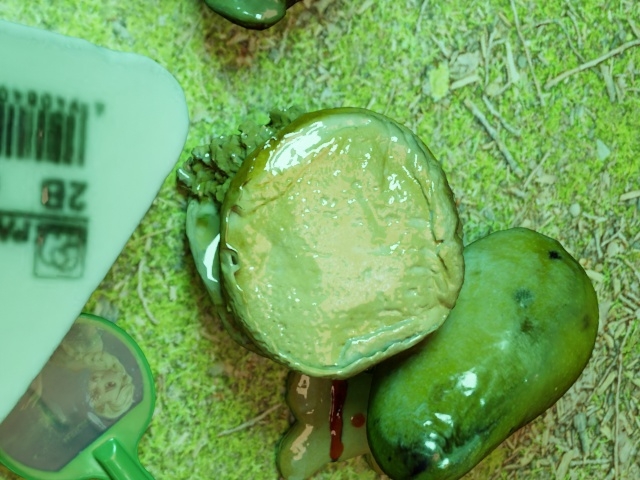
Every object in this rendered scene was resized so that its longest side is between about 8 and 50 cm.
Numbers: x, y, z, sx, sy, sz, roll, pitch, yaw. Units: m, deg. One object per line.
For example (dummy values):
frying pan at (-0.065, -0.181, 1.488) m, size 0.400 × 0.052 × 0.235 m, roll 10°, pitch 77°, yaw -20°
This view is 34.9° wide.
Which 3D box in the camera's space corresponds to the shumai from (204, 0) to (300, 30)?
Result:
shumai at (-0.078, -0.316, 0.828) m, size 0.222 × 0.204 × 0.271 m, roll -35°, pitch 93°, yaw -46°

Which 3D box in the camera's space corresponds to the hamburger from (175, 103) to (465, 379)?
hamburger at (0.000, 0.000, 0.932) m, size 0.286 × 0.146 × 0.243 m, roll 24°, pitch 80°, yaw -14°

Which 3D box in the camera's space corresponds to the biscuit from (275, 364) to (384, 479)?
biscuit at (0.065, 0.183, 1.102) m, size 0.234 × 0.030 × 0.153 m, roll 1°, pitch 103°, yaw -28°

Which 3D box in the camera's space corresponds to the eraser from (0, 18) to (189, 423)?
eraser at (-0.253, -0.055, 0.768) m, size 0.331 × 0.150 × 0.331 m, roll -1°, pitch 92°, yaw -42°

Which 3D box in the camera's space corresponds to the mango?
mango at (0.159, 0.122, 1.029) m, size 0.175 × 0.176 × 0.329 m, roll 43°, pitch 65°, yaw -2°

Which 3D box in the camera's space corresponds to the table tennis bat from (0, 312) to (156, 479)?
table tennis bat at (-0.211, 0.181, 0.949) m, size 0.160 × 0.039 × 0.257 m, roll -37°, pitch 114°, yaw -14°
